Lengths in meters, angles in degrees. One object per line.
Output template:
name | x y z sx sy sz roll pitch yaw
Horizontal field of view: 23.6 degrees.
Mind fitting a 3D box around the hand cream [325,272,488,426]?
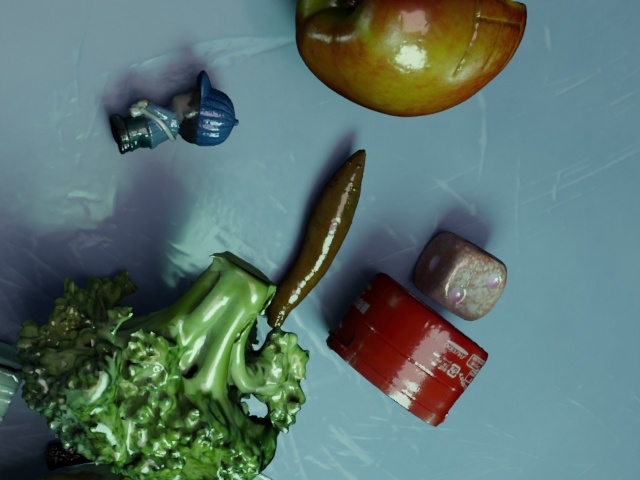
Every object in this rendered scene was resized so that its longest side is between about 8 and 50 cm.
hand cream | 0.114 0.142 2.008 0.193 0.193 0.125 38 89 -28

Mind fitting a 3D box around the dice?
dice | 0.188 0.048 2.059 0.091 0.093 0.094 26 98 -27

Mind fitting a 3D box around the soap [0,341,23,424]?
soap | -0.496 0.169 1.831 0.261 0.094 0.150 20 105 -28

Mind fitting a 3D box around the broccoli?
broccoli | -0.180 0.157 1.851 0.318 0.277 0.338 -30 120 -4

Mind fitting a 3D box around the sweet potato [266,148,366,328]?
sweet potato | 0.001 0.001 1.990 0.057 0.057 0.264 19 102 -26

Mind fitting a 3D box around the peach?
peach | 0.108 -0.265 1.852 0.275 0.248 0.245 8 140 -37

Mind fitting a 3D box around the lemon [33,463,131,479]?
lemon | -0.325 0.461 1.842 0.364 0.364 0.364 -7 111 -20

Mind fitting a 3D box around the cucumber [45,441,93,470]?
cucumber | -0.275 0.270 1.981 0.163 0.039 0.043 -8 132 -17

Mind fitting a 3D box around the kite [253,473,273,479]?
kite | -0.173 0.468 2.102 0.204 0.022 0.360 18 100 -26

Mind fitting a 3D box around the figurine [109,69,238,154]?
figurine | -0.177 -0.147 1.856 0.149 0.087 0.086 -19 151 -14
